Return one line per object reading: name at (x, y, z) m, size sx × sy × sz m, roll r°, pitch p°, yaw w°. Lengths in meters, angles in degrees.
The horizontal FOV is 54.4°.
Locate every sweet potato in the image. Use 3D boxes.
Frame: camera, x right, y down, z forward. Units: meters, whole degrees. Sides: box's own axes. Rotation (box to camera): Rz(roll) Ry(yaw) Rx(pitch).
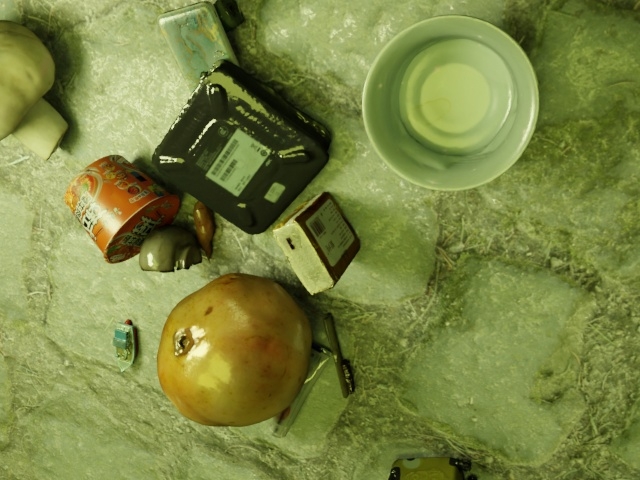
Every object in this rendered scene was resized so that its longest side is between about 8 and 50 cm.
sweet potato at (-0.310, -0.022, 1.675) m, size 0.057 × 0.056 × 0.194 m, roll 10°, pitch 119°, yaw 16°

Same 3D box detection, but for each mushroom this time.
mushroom at (-0.400, 0.018, 1.645) m, size 0.142 × 0.188 × 0.117 m, roll -4°, pitch 106°, yaw 20°
mushroom at (-0.810, -0.377, 1.567) m, size 0.353 × 0.353 × 0.325 m, roll 40°, pitch 134°, yaw 1°

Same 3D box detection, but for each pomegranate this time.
pomegranate at (-0.204, 0.277, 1.592) m, size 0.412 × 0.411 × 0.410 m, roll 7°, pitch 113°, yaw 17°

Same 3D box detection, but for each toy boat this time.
toy boat at (-0.603, 0.328, 1.915) m, size 0.069 × 0.059 × 0.172 m, roll 15°, pitch 115°, yaw 14°

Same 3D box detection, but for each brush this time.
brush at (0.054, 0.312, 1.684) m, size 0.036 × 0.043 × 0.247 m, roll -9°, pitch 107°, yaw 15°

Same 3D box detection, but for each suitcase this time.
suitcase at (0.292, 0.694, 1.666) m, size 0.235 × 0.193 × 0.143 m, roll -11°, pitch 117°, yaw 24°

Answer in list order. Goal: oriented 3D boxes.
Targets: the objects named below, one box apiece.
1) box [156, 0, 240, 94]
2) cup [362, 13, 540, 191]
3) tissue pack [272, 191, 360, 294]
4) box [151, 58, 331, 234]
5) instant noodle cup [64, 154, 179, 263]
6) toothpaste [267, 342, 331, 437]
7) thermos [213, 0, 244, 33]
box at (-0.261, -0.408, 1.456) m, size 0.142 × 0.044 × 0.285 m, roll -7°, pitch 129°, yaw 21°
cup at (0.273, -0.289, 1.292) m, size 0.348 × 0.163 × 0.346 m, roll 7°, pitch 113°, yaw 16°
tissue pack at (0.000, 0.000, 1.471) m, size 0.092 × 0.226 × 0.183 m, roll -25°, pitch 102°, yaw 25°
box at (-0.194, -0.209, 1.500) m, size 0.350 × 0.091 × 0.359 m, roll 35°, pitch 124°, yaw -12°
instant noodle cup at (-0.525, -0.089, 1.628) m, size 0.192 × 0.250 × 0.250 m, roll 44°, pitch 119°, yaw 9°
toothpaste at (-0.069, 0.422, 1.762) m, size 0.100 × 0.066 × 0.323 m, roll 29°, pitch 113°, yaw 12°
thermos at (-0.272, -0.493, 1.463) m, size 0.188 × 0.083 × 0.073 m, roll -23°, pitch 76°, yaw 28°
